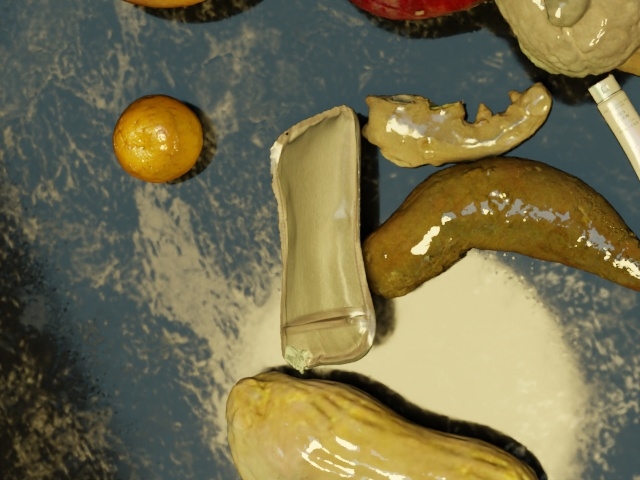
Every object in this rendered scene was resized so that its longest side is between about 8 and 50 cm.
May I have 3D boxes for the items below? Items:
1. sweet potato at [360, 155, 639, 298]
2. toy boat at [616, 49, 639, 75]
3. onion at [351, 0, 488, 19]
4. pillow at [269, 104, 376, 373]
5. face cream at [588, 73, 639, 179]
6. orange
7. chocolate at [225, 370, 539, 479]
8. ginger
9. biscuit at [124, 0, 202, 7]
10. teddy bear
[{"bbox_3d":[0.153,-0.012,1.772,0.310,0.098,0.124,-2,98,9],"label":"sweet potato"},{"bbox_3d":[0.315,-0.172,1.742,0.188,0.116,0.061,14,88,4],"label":"toy boat"},{"bbox_3d":[0.087,-0.317,1.727,0.246,0.190,0.246,3,117,6],"label":"onion"},{"bbox_3d":[0.000,0.000,1.782,0.130,0.038,0.233,-16,73,50],"label":"pillow"},{"bbox_3d":[0.281,-0.095,1.793,0.038,0.020,0.115,-32,90,5],"label":"face cream"},{"bbox_3d":[-0.148,-0.094,1.820,0.083,0.070,0.083,4,102,18],"label":"orange"},{"bbox_3d":[0.055,0.211,1.769,0.309,0.134,0.134,23,93,4],"label":"chocolate"},{"bbox_3d":[0.123,-0.103,1.801,0.173,0.051,0.069,-4,96,2],"label":"ginger"},{"bbox_3d":[-0.156,-0.284,1.782,0.224,0.033,0.144,25,95,13],"label":"biscuit"},{"bbox_3d":[0.250,-0.257,1.618,0.267,0.151,0.236,-47,113,-12],"label":"teddy bear"}]
